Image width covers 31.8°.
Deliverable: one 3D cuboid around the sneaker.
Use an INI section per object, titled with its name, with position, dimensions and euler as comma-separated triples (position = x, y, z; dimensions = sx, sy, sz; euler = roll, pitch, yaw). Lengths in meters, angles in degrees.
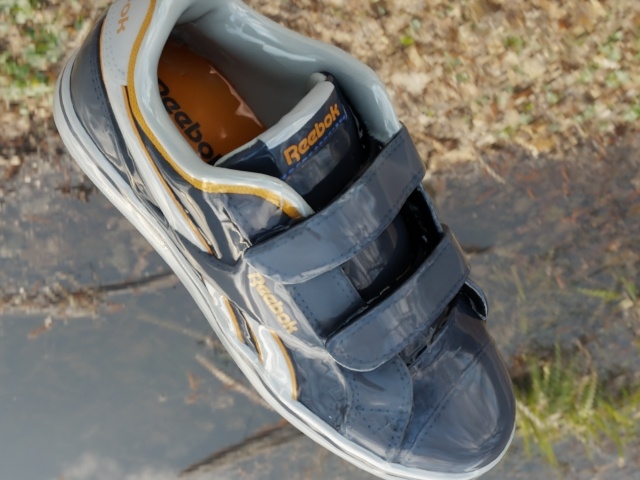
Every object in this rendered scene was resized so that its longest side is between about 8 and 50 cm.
[sneaker]
position = 0.000, 0.000, 0.577
dimensions = 0.321, 0.126, 0.127
euler = 44, 144, -7
